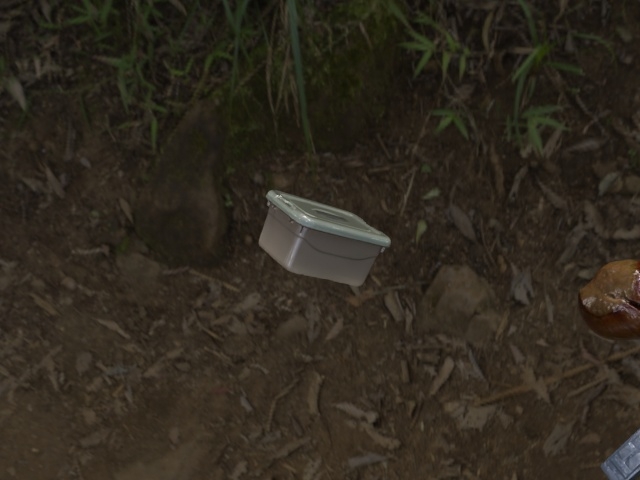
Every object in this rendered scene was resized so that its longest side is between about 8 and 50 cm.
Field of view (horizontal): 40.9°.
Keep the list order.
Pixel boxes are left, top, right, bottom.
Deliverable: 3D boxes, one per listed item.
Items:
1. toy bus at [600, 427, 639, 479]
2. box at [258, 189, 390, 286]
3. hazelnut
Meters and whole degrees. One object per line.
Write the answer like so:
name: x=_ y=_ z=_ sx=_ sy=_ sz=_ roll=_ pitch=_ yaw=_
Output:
toy bus: x=0.540 y=0.332 z=1.391 sx=0.190 sy=0.075 sz=0.064 roll=-51 pitch=52 yaw=20
box: x=0.000 y=0.000 z=0.887 sx=0.089 sy=0.122 sz=0.062 roll=38 pitch=110 yaw=52
hazelnut: x=0.515 y=0.106 z=1.442 sx=0.154 sy=0.143 sz=0.143 roll=-35 pitch=56 yaw=32
